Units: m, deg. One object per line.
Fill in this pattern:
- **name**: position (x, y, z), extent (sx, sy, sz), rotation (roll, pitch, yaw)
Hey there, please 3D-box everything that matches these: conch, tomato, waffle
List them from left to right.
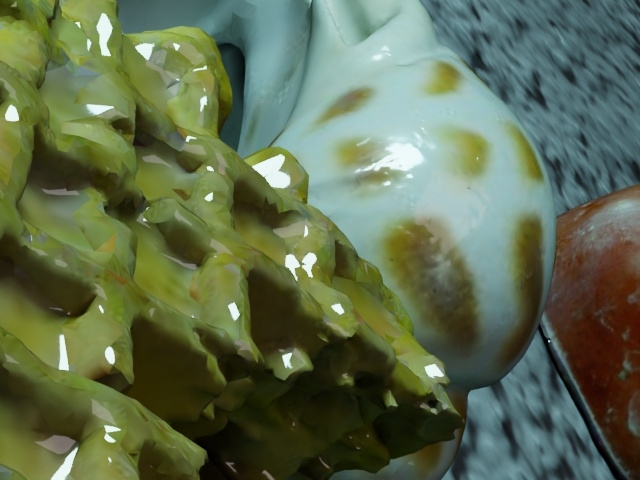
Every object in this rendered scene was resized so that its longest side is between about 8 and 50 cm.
- **waffle**: position (-0.081, 0.052, 0.467), extent (0.261, 0.151, 0.324), rotation (45, 18, -11)
- **conch**: position (0.000, 0.001, 0.701), extent (0.149, 0.183, 0.275), rotation (92, -8, -49)
- **tomato**: position (0.236, 0.054, 1.080), extent (0.181, 0.155, 0.214), rotation (-13, 73, -61)
